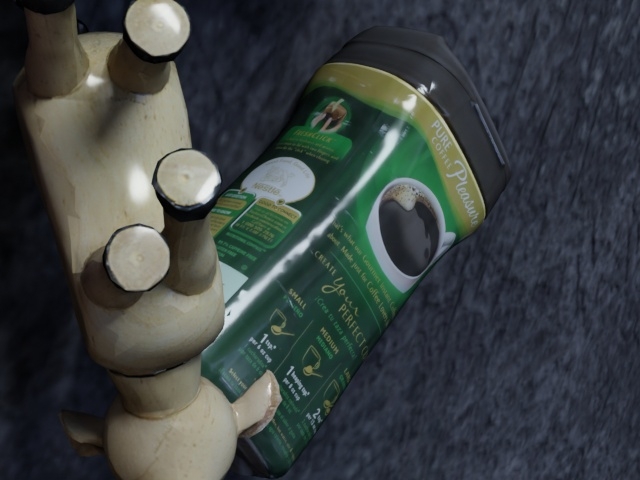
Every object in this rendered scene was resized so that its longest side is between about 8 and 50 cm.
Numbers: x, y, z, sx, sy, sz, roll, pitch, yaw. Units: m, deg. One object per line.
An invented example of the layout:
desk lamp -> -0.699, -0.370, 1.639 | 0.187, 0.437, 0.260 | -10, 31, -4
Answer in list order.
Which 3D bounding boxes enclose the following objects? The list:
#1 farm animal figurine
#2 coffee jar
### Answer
farm animal figurine -> -0.086, 0.116, 0.426 | 0.330, 0.327, 0.172 | -49, 175, -18
coffee jar -> 0.000, 0.000, 0.587 | 0.184, 0.079, 0.096 | -49, 132, -22
